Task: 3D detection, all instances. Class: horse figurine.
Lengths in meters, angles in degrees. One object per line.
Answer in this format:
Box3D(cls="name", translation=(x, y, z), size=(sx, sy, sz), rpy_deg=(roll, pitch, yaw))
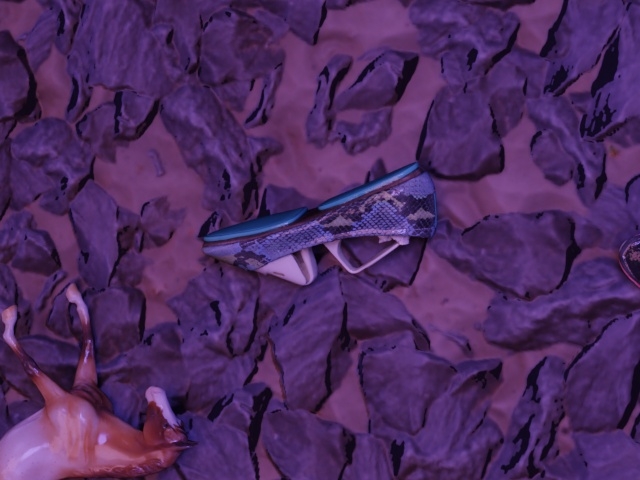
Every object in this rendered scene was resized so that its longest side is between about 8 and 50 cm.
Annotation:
Box3D(cls="horse figurine", translation=(-0.248, 0.153, 0.976), size=(0.263, 0.066, 0.175), rpy_deg=(-28, 79, -5))

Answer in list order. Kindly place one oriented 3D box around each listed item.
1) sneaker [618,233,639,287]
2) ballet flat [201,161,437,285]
Box3D(cls="sneaker", translation=(0.252, 0.031, 0.811), size=(0.119, 0.057, 0.047), rpy_deg=(31, 101, 20))
Box3D(cls="ballet flat", translation=(0.000, 0.000, 0.909), size=(0.188, 0.070, 0.070), rpy_deg=(-17, 82, 23))
